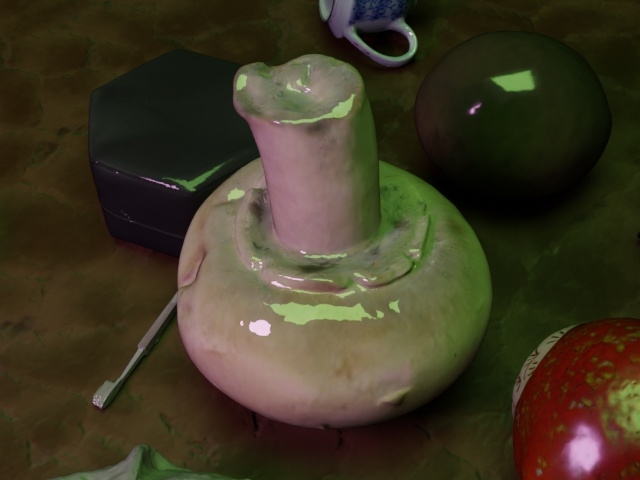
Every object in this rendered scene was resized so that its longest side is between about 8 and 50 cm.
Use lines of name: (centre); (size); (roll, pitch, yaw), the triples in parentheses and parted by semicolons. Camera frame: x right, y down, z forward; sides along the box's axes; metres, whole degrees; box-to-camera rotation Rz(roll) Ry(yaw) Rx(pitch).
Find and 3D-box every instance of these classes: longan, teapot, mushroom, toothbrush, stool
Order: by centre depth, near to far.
mushroom: (0.000, 0.000, 1.023); (0.314, 0.336, 0.314); (-6, 43, 6)
toothbrush: (-0.176, 0.098, 1.151); (0.017, 0.014, 0.194); (21, 53, 20)
longan: (0.216, -0.138, 1.229); (0.220, 0.196, 0.196); (10, 49, -5)
stool: (-0.145, -0.093, 1.234); (0.232, 0.141, 0.232); (-1, 48, 1)
teapot: (0.079, -0.336, 1.442); (0.159, 0.159, 0.232); (-2, 76, 0)

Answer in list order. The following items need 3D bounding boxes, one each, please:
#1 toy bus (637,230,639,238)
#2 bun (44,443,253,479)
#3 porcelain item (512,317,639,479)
toy bus: (0.486, 0.041, 1.080); (0.171, 0.162, 0.386); (-24, 52, -17)
bun: (-0.140, 0.290, 0.839); (0.354, 0.194, 0.354); (-1, 33, 1)
porcelain item: (0.236, 0.192, 0.907); (0.253, 0.253, 0.253); (-1, 49, 1)
